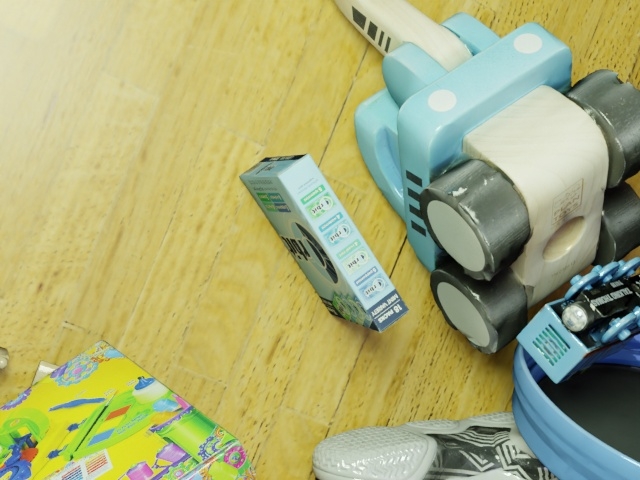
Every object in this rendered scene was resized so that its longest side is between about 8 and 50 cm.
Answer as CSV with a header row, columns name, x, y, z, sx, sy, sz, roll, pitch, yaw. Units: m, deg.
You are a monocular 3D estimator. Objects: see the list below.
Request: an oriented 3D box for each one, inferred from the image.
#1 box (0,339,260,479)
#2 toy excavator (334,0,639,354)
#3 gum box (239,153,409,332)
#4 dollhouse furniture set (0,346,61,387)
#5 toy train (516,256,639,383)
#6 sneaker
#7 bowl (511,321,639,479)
name,x,y,z,sx,sy,sz,roll,pitch,yaw
box,-0.217,0.268,0.976,0.290,0.279,0.177,-35,120,-21
toy excavator,0.107,-0.167,1.159,0.222,0.445,0.433,-35,147,-16
gum box,0.000,0.000,1.153,0.041,0.157,0.184,-37,103,-13
dollhouse furniture set,-0.423,0.222,1.016,0.356,0.174,0.303,19,87,-18
toy train,0.283,0.078,1.150,0.184,0.105,0.080,-12,57,-50
sneaker,0.172,0.304,1.239,0.366,0.137,0.210,-3,95,-14
bowl,0.386,0.191,1.181,0.391,0.391,0.077,5,115,-18
